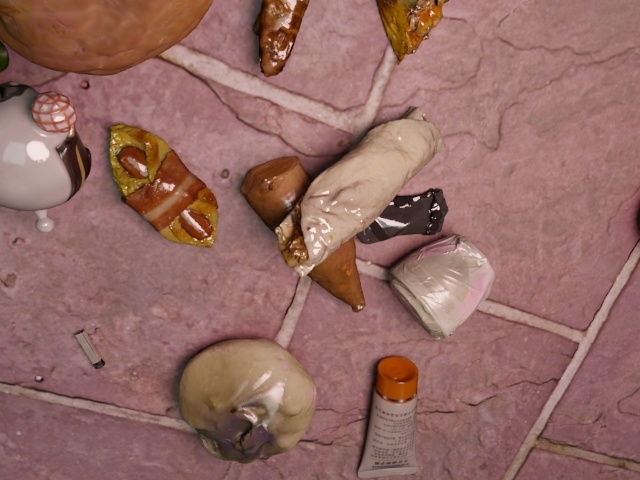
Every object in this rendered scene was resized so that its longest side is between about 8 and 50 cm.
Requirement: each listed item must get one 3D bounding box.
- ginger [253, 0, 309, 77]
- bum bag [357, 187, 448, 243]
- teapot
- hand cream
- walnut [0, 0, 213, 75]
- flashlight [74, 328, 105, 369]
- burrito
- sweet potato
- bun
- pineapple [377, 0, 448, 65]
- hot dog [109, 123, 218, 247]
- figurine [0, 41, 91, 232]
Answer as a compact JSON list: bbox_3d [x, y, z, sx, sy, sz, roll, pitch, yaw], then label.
[{"bbox_3d":[-0.068,-0.346,0.773,0.073,0.103,0.162,19,114,-10],"label":"ginger"},{"bbox_3d":[0.151,-0.043,0.931,0.197,0.049,0.087,-9,105,-5],"label":"bum bag"},{"bbox_3d":[0.254,0.097,0.935,0.178,0.163,0.222,-38,109,-2],"label":"teapot"},{"bbox_3d":[0.163,0.405,1.065,0.139,0.089,0.315,1,112,-7],"label":"hand cream"},{"bbox_3d":[-0.285,-0.386,0.631,0.343,0.306,0.306,-20,110,1],"label":"walnut"},{"bbox_3d":[-0.445,0.211,0.944,0.018,0.018,0.083,-21,110,-2],"label":"flashlight"},{"bbox_3d":[0.072,-0.097,0.809,0.392,0.076,0.117,-42,97,-24],"label":"burrito"},{"bbox_3d":[0.000,-0.001,0.882,0.131,0.131,0.337,-37,109,5],"label":"sweet potato"},{"bbox_3d":[-0.140,0.316,0.950,0.272,0.168,0.273,0,109,0],"label":"bun"},{"bbox_3d":[0.165,-0.423,0.751,0.139,0.164,0.250,-23,107,-8],"label":"pineapple"},{"bbox_3d":[-0.266,-0.084,0.832,0.123,0.093,0.261,-43,109,7],"label":"hot dog"},{"bbox_3d":[-0.469,-0.180,0.688,0.281,0.167,0.370,8,140,32],"label":"figurine"}]
